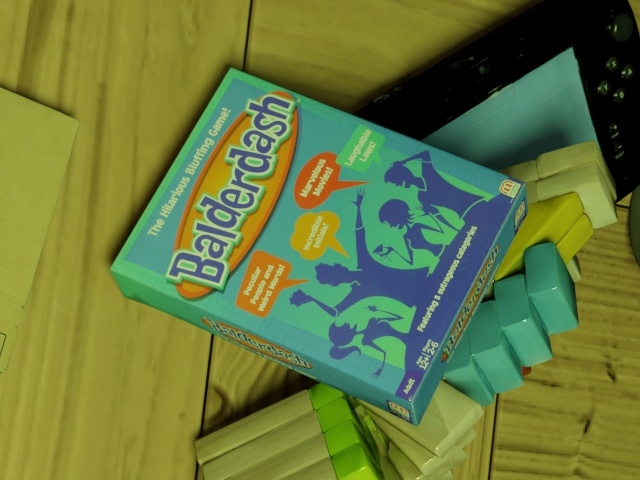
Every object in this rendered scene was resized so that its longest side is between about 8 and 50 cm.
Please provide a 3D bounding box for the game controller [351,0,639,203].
[{"bbox_3d":[0.124,-0.058,1.293,0.319,0.067,0.166,-32,108,-30],"label":"game controller"}]

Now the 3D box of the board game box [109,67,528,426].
[{"bbox_3d":[0.000,0.000,1.132,0.160,0.210,0.047,-62,161,-19],"label":"board game box"}]

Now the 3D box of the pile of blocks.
[{"bbox_3d":[0.084,0.098,1.179,0.362,0.149,0.112,-43,131,-11],"label":"pile of blocks"}]

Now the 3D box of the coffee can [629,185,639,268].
[{"bbox_3d":[0.404,0.008,1.409,0.275,0.201,0.201,29,74,-32],"label":"coffee can"}]

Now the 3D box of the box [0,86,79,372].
[{"bbox_3d":[-0.249,-0.029,1.056,0.201,0.021,0.164,22,76,-32],"label":"box"}]
